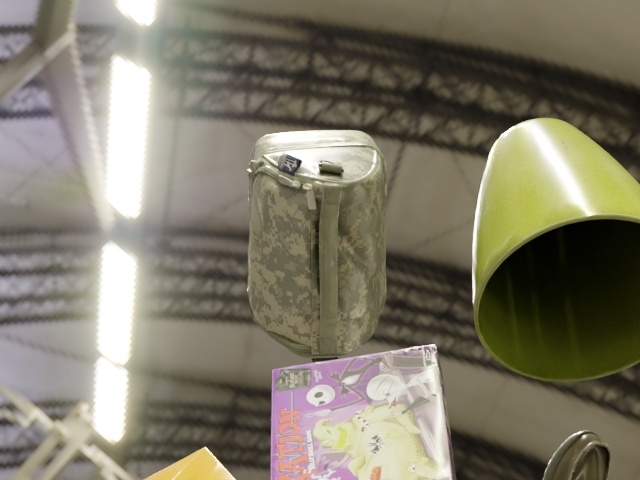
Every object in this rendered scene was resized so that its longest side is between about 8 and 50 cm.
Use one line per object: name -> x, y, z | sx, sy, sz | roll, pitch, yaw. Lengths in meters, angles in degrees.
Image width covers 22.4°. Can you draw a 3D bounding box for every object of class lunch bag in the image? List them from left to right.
lunch bag -> 0.000, 0.000, 2.361 | 0.256, 0.212, 0.305 | -110, -161, -70

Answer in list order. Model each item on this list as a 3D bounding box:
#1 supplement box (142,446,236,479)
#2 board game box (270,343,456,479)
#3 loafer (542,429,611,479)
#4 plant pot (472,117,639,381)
supplement box -> -0.132, 0.376, 1.904 | 0.194, 0.129, 0.191 | 65, -12, -12
board game box -> 0.047, 0.256, 1.836 | 0.208, 0.347, 0.056 | -13, -55, 7
loafer -> 0.323, 0.362, 2.026 | 0.087, 0.251, 0.094 | 2, -21, 47
plant pot -> 0.309, -0.019, 2.070 | 0.274, 0.293, 0.275 | -3, -49, -4
